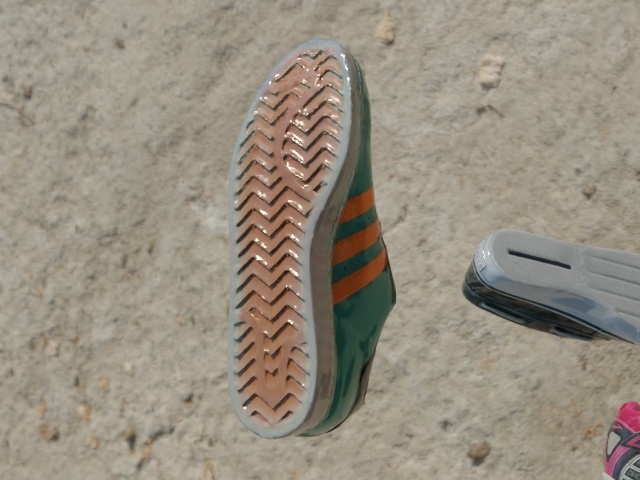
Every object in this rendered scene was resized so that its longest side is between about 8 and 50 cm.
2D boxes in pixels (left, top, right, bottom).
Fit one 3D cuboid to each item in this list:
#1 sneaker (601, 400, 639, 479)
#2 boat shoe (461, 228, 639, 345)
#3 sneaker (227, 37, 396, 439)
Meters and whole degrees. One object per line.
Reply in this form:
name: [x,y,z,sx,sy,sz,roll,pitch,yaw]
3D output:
sneaker: [0.398,0.199,0.696,0.121,0.298,0.112,-154,64,-81]
boat shoe: [0.351,0.076,1.067,0.119,0.335,0.121,117,172,-57]
sneaker: [0.000,0.000,0.631,0.108,0.121,0.303,3,84,33]
